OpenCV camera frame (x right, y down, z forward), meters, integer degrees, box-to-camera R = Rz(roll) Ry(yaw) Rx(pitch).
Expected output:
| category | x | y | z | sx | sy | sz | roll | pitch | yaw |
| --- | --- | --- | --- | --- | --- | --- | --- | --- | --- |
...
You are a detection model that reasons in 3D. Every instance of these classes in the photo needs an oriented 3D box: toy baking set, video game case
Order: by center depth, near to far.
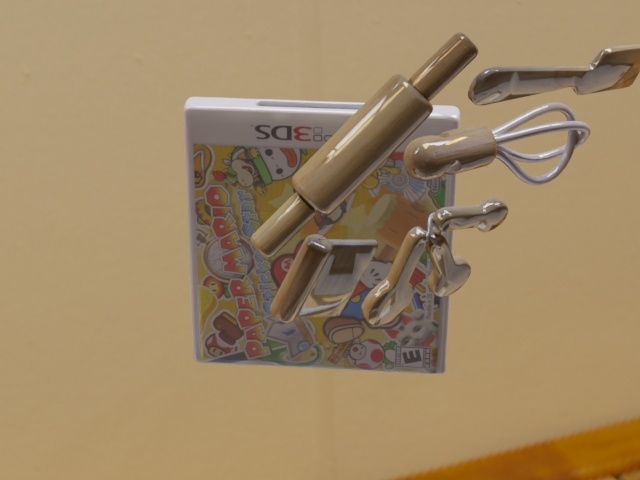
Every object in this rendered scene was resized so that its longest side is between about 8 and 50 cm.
| category | x | y | z | sx | sy | sz | roll | pitch | yaw |
| --- | --- | --- | --- | --- | --- | --- | --- | --- | --- |
| toy baking set | 0.073 | -0.043 | 0.847 | 0.256 | 0.030 | 0.196 | -47 | -32 | 13 |
| video game case | 0.000 | 0.000 | 1.125 | 0.206 | 0.026 | 0.227 | 2 | -62 | 4 |
